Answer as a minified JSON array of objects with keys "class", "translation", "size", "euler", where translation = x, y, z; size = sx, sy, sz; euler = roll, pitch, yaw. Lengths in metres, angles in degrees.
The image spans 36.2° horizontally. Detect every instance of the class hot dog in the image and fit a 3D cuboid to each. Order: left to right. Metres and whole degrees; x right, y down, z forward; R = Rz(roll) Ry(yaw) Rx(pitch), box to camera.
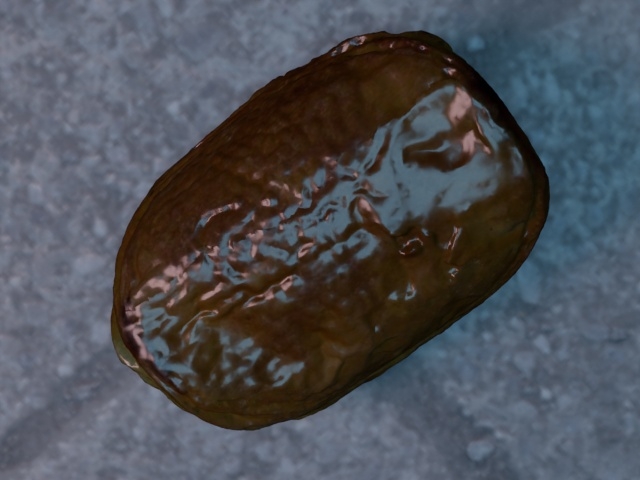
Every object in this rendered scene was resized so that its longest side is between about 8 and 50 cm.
[{"class":"hot dog","translation":[0.000,0.000,0.606],"size":[0.272,0.122,0.196],"euler":[-39,94,9]}]
